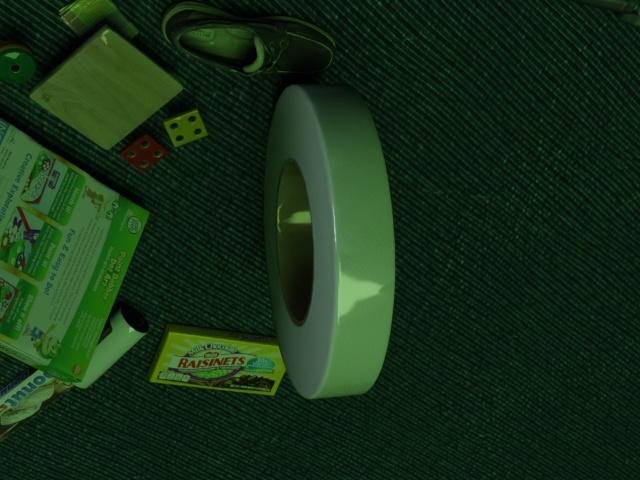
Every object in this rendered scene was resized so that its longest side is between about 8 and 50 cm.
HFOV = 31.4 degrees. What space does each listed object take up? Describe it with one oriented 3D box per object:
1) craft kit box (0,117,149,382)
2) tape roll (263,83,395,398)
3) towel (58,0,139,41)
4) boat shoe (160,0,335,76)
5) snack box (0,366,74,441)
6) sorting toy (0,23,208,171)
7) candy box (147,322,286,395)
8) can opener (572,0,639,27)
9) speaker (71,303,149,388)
[{"bbox_3d":[-0.358,0.015,1.413,0.247,0.249,0.061,34,153,-33],"label":"craft kit box"},{"bbox_3d":[0.000,0.000,1.398,0.072,0.392,0.392,-4,129,-15],"label":"tape roll"},{"bbox_3d":[-0.263,-0.260,1.354,0.060,0.009,0.083,-35,130,12],"label":"towel"},{"bbox_3d":[-0.083,-0.233,1.386,0.224,0.073,0.080,9,125,-22],"label":"boat shoe"},{"bbox_3d":[-0.443,0.236,1.699,0.178,0.022,0.064,-37,128,15],"label":"snack box"},{"bbox_3d":[-0.255,-0.188,1.381,0.132,0.046,0.274,-36,136,17],"label":"sorting toy"},{"bbox_3d":[-0.150,0.184,1.739,0.206,0.027,0.105,9,122,-23],"label":"candy box"},{"bbox_3d":[0.385,-0.312,1.468,0.186,0.059,0.073,7,126,-22],"label":"can opener"},{"bbox_3d":[-0.311,0.153,1.649,0.136,0.055,0.055,-42,127,19],"label":"speaker"}]
